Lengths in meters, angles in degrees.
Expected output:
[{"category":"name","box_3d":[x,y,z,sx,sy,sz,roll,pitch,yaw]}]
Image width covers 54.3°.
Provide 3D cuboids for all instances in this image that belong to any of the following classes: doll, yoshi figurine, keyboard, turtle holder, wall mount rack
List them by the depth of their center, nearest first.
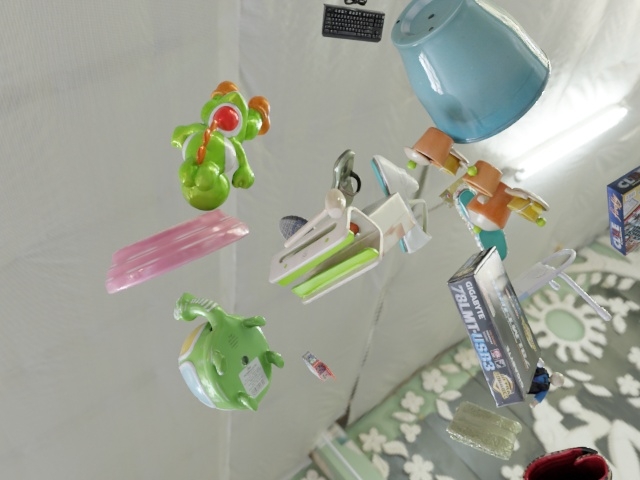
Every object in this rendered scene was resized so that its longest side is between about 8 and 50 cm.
[{"category":"yoshi figurine","box_3d":[-0.242,-0.206,1.461,0.203,0.203,0.362,58,-148,-31]},{"category":"keyboard","box_3d":[0.086,-0.566,1.583,0.180,0.023,0.108,-4,-71,-30]},{"category":"doll","box_3d":[0.544,0.374,1.638,0.188,0.129,0.046,-5,-23,1]},{"category":"turtle holder","box_3d":[-0.279,0.312,1.669,0.320,0.227,0.244,45,-132,-37]},{"category":"wall mount rack","box_3d":[0.587,0.180,1.678,0.350,0.130,0.304,-37,10,3]}]

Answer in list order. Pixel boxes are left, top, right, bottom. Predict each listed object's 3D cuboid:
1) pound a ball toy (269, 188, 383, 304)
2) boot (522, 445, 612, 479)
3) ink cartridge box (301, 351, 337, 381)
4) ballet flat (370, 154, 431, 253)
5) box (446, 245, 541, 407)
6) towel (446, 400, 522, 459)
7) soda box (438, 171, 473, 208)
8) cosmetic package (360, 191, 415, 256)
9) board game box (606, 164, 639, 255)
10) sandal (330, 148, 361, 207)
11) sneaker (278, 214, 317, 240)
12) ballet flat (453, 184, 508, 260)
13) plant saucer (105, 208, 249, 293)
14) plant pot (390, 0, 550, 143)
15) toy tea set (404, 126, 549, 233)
[{"category":"pound a ball toy","box_3d":[0.000,0.000,1.506,0.208,0.136,0.319,36,-50,-28]},{"category":"boot","box_3d":[0.654,0.575,1.370,0.284,0.377,0.138,53,-142,-30]},{"category":"ink cartridge box","box_3d":[-0.003,0.362,1.756,0.029,0.115,0.063,-39,-59,-15]},{"category":"ballet flat","box_3d":[0.281,-0.135,2.092,0.139,0.139,0.400,-36,-55,-18]},{"category":"box","box_3d":[0.404,0.183,1.425,0.073,0.296,0.293,-23,0,26]},{"category":"towel","box_3d":[0.368,0.425,1.402,0.110,0.148,0.027,-46,-33,-43]},{"category":"soda box","box_3d":[0.500,-0.188,2.199,0.181,0.061,0.058,-37,-7,-32]},{"category":"cosmetic package","box_3d":[0.149,-0.019,1.906,0.153,0.129,0.296,-24,9,41]},{"category":"board game box","box_3d":[0.668,-0.096,1.200,0.243,0.042,0.165,-30,-51,-5]},{"category":"sandal","box_3d":[0.098,-0.202,2.229,0.120,0.086,0.303,-53,-17,-23]},{"category":"sneaker","box_3d":[-0.022,0.000,2.330,0.111,0.297,0.129,-63,-3,-4]},{"category":"ballet flat","box_3d":[0.448,-0.051,1.744,0.091,0.241,0.077,-30,9,0]},{"category":"plant saucer","box_3d":[-0.322,0.014,1.376,0.331,0.084,0.332,-23,5,2]},{"category":"plant pot","box_3d":[0.290,-0.386,1.289,0.272,0.272,0.255,-48,-58,3]},{"category":"toy tea set","box_3d":[0.308,-0.108,1.326,0.124,0.336,0.200,-58,11,5]}]
